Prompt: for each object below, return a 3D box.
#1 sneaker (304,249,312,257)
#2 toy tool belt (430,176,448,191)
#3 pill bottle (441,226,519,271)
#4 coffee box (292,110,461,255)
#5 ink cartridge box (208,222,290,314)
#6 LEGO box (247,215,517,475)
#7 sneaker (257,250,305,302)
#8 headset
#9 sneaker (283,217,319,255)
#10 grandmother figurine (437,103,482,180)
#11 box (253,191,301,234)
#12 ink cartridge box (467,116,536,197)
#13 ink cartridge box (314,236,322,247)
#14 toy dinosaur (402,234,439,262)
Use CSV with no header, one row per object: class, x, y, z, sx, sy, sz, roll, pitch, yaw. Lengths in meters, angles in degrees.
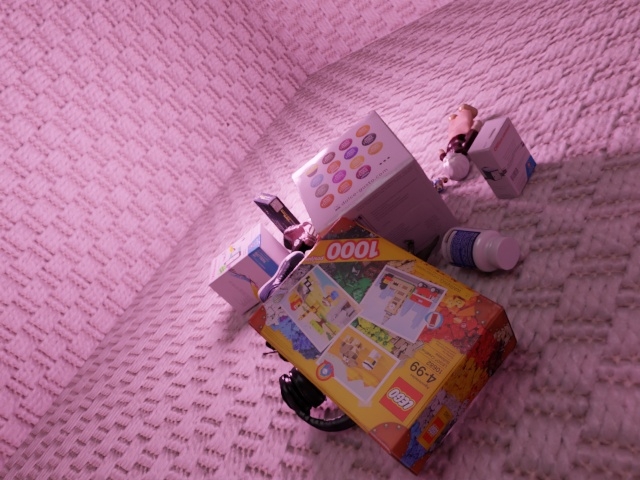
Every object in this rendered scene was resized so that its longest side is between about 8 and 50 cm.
sneaker,0.030,0.094,1.967,0.275,0.107,0.110,-10,60,56
toy tool belt,0.398,-0.179,1.888,0.083,0.052,0.051,-16,68,49
pill bottle,0.420,0.024,1.463,0.112,0.112,0.186,-51,26,-16
coffee box,0.168,-0.119,1.716,0.337,0.338,0.334,-37,38,11
ink cartridge box,-0.280,0.115,2.231,0.270,0.197,0.198,-37,26,14
LEGO box,0.130,0.217,1.307,0.372,0.193,0.500,-48,47,-11
sneaker,-0.114,0.144,1.931,0.226,0.086,0.163,-51,20,-4
headset,-0.006,0.369,1.532,0.394,0.185,0.243,23,68,39
sneaker,-0.096,0.022,2.176,0.281,0.106,0.163,-36,27,57
grandmother figurine,0.489,-0.340,1.947,0.208,0.104,0.342,-56,11,50
box,-0.164,-0.096,2.345,0.059,0.233,0.183,-46,26,-12
ink cartridge box,0.528,-0.238,1.614,0.082,0.191,0.140,-1,48,54
ink cartridge box,0.000,0.000,2.173,0.232,0.066,0.189,-14,38,40
toy dinosaur,0.228,0.093,1.609,0.121,0.160,0.313,15,50,47
